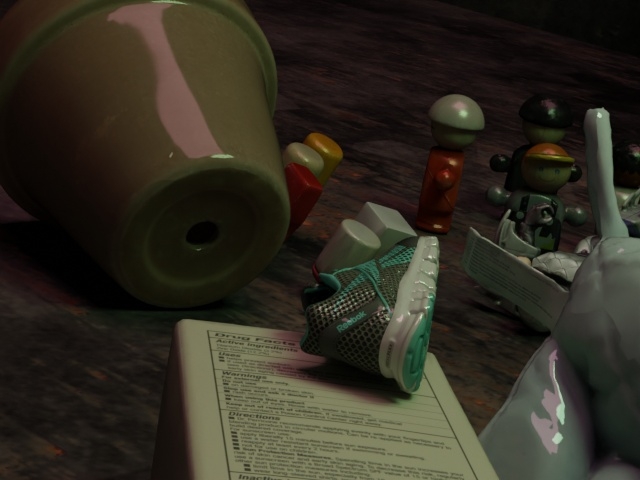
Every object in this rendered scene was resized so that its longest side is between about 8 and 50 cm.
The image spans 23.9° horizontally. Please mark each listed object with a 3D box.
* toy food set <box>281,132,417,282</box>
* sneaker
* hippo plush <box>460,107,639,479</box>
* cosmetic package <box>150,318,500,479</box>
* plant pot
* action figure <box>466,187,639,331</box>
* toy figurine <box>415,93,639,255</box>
[{"bbox_3d":[0.000,0.000,1.350,0.111,0.104,0.232,15,28,-41],"label":"toy food set"},{"bbox_3d":[0.028,0.031,0.864,0.076,0.065,0.166,10,14,4],"label":"sneaker"},{"bbox_3d":[0.217,0.129,0.898,0.236,0.234,0.294,37,9,-46],"label":"hippo plush"},{"bbox_3d":[0.002,0.151,0.744,0.160,0.113,0.309,8,16,-9],"label":"cosmetic package"},{"bbox_3d":[-0.132,-0.068,1.240,0.263,0.263,0.229,1,37,-31],"label":"plant pot"},{"bbox_3d":[0.255,0.024,1.374,0.185,0.099,0.285,35,31,29],"label":"action figure"},{"bbox_3d":[0.222,-0.064,1.557,0.213,0.148,0.209,-1,20,-37],"label":"toy figurine"}]
